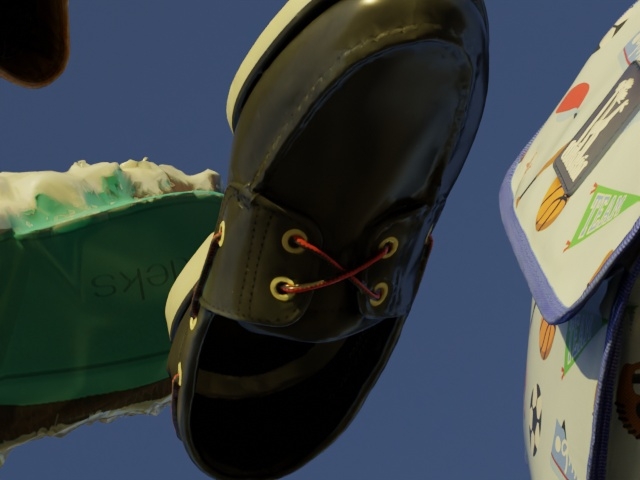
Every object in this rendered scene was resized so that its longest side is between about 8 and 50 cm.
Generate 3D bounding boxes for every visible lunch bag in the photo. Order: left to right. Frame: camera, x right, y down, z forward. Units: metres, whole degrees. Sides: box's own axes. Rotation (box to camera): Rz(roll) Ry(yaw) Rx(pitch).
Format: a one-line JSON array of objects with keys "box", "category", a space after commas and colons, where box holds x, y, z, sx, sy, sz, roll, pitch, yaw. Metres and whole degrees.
[{"box": [0.240, 0.042, 1.180, 0.239, 0.328, 0.385, 2, -71, -1], "category": "lunch bag"}]

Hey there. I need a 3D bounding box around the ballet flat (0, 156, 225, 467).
[{"box": [-0.197, 0.046, 0.758, 0.409, 0.147, 0.147, -5, -73, -44], "category": "ballet flat"}]

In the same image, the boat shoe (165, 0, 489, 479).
[{"box": [0.002, 0.000, 0.351, 0.049, 0.042, 0.133, 4, -38, -19], "category": "boat shoe"}]

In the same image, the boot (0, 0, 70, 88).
[{"box": [-0.119, -0.078, 0.509, 0.073, 0.152, 0.197, -50, -31, -14], "category": "boot"}]
